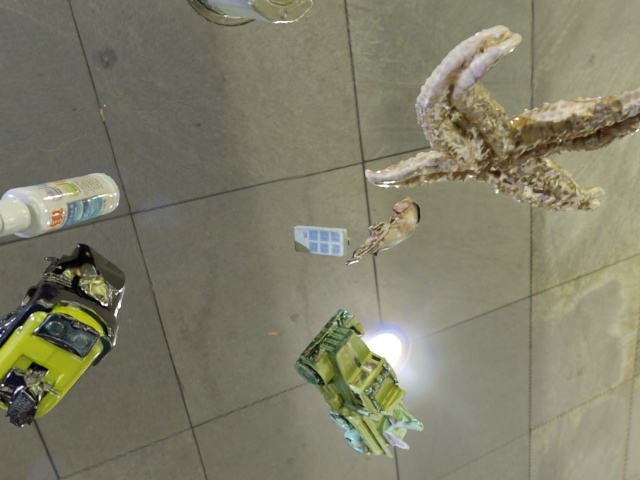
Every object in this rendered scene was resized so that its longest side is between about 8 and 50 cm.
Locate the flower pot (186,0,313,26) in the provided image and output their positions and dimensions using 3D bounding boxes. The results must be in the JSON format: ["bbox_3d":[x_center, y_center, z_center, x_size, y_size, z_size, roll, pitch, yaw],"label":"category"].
[{"bbox_3d":[-0.142,-0.575,0.976,0.290,0.259,0.290,-21,131,-26],"label":"flower pot"}]

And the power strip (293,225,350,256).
[{"bbox_3d":[0.000,0.000,0.694,0.016,0.090,0.040,-26,117,-61],"label":"power strip"}]

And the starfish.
[{"bbox_3d":[0.277,-0.120,0.573,0.432,0.324,0.082,6,70,-17],"label":"starfish"}]

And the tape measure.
[{"bbox_3d":[-0.323,0.115,0.555,0.112,0.199,0.186,37,98,-23],"label":"tape measure"}]

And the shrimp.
[{"bbox_3d":[0.147,-0.028,1.172,0.262,0.066,0.117,-25,118,-34],"label":"shrimp"}]

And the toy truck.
[{"bbox_3d":[0.080,0.233,0.746,0.128,0.135,0.259,-46,118,-29],"label":"toy truck"}]

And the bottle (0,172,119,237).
[{"bbox_3d":[-0.327,-0.038,0.551,0.060,0.217,0.060,4,105,14],"label":"bottle"}]
